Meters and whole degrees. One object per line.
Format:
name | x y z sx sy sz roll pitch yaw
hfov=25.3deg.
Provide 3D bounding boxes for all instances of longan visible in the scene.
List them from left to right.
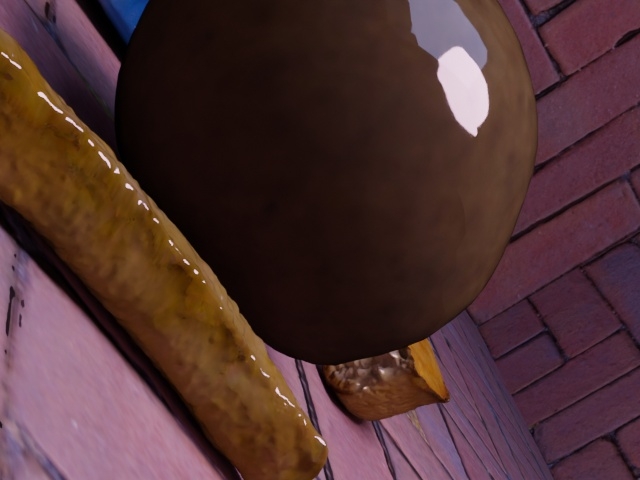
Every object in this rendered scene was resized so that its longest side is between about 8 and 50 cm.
longan | 0.007 -0.067 0.940 0.297 0.297 0.297 57 6 -10

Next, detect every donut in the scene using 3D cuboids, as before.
donut | 0.041 0.085 1.263 0.141 0.085 0.217 54 9 -39

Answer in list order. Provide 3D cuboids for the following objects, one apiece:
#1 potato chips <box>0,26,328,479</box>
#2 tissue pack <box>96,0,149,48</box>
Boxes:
potato chips | -0.110 -0.009 0.673 0.407 0.057 0.080 53 5 -39
tissue pack | -0.085 -0.176 1.253 0.263 0.146 0.198 54 6 -27
